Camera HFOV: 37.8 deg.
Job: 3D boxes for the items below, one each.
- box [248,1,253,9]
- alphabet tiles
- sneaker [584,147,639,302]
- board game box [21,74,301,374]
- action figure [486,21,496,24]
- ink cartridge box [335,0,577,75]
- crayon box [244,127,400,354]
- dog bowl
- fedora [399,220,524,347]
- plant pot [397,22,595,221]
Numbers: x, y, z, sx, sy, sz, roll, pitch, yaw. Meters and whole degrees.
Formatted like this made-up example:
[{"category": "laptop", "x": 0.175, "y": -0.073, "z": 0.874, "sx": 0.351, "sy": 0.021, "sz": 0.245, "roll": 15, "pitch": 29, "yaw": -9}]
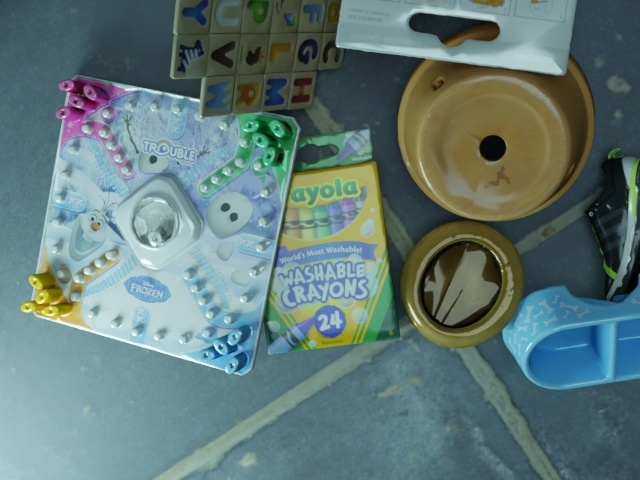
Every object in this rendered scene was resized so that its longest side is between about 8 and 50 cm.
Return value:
[{"category": "box", "x": -0.092, "y": -0.511, "z": 1.338, "sx": 0.143, "sy": 0.191, "sz": 0.381, "roll": 18, "pitch": 97, "yaw": 1}, {"category": "alphabet tiles", "x": -0.068, "y": -0.315, "z": 1.289, "sx": 0.011, "sy": 0.342, "sz": 0.285, "roll": 24, "pitch": 115, "yaw": 35}, {"category": "sneaker", "x": 0.450, "y": -0.021, "z": 1.423, "sx": 0.097, "sy": 0.084, "sz": 0.235, "roll": 15, "pitch": 101, "yaw": 34}, {"category": "board game box", "x": -0.252, "y": -0.028, "z": 1.411, "sx": 0.390, "sy": 0.050, "sz": 0.390, "roll": 13, "pitch": 97, "yaw": 17}, {"category": "action figure", "x": 0.307, "y": -0.285, "z": 1.403, "sx": 0.137, "sy": 0.063, "sz": 0.232, "roll": 0, "pitch": 99, "yaw": 0}, {"category": "ink cartridge box", "x": 0.201, "y": -0.415, "z": 1.259, "sx": 0.308, "sy": 0.091, "sz": 0.385, "roll": 9, "pitch": 85, "yaw": 8}, {"category": "crayon box", "x": 0.000, "y": 0.000, "z": 1.432, "sx": 0.203, "sy": 0.083, "sz": 0.323, "roll": -8, "pitch": 94, "yaw": 4}, {"category": "dog bowl", "x": 0.424, "y": 0.140, "z": 1.387, "sx": 0.297, "sy": 0.074, "sz": 0.166, "roll": -9, "pitch": 129, "yaw": 4}, {"category": "fedora", "x": 0.215, "y": 0.067, "z": 1.421, "sx": 0.194, "sy": 0.079, "sz": 0.194, "roll": -1, "pitch": 86, "yaw": 12}, {"category": "plant pot", "x": 0.244, "y": -0.151, "z": 1.313, "sx": 0.291, "sy": 0.203, "sz": 0.291, "roll": 3, "pitch": 107, "yaw": 10}]
